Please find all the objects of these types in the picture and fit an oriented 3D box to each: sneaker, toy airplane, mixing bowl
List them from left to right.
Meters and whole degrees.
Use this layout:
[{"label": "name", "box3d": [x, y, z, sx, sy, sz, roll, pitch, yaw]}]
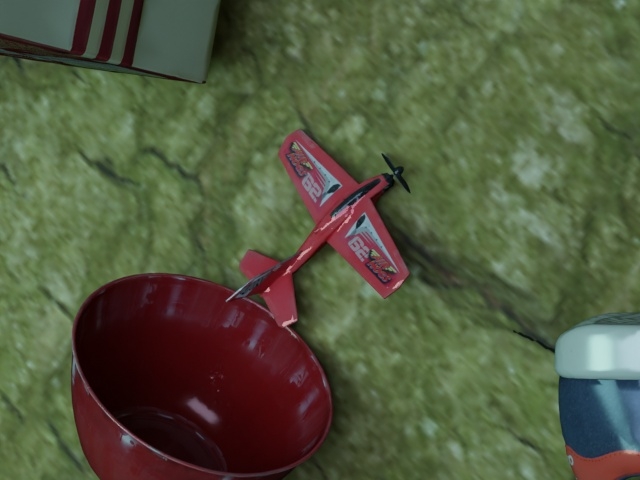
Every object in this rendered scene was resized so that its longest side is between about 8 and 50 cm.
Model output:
[{"label": "mixing bowl", "box3d": [-0.092, 0.118, 1.159, 0.181, 0.181, 0.098, 38, 127, 17]}, {"label": "toy airplane", "box3d": [0.000, 0.000, 1.190, 0.151, 0.028, 0.151, -9, 66, 22]}, {"label": "sneaker", "box3d": [0.316, 0.120, 1.043, 0.350, 0.131, 0.148, -1, 93, 23]}]

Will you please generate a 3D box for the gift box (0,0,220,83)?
[{"label": "gift box", "box3d": [-0.196, -0.255, 1.168, 0.255, 0.276, 0.258, 12, 93, 31]}]
